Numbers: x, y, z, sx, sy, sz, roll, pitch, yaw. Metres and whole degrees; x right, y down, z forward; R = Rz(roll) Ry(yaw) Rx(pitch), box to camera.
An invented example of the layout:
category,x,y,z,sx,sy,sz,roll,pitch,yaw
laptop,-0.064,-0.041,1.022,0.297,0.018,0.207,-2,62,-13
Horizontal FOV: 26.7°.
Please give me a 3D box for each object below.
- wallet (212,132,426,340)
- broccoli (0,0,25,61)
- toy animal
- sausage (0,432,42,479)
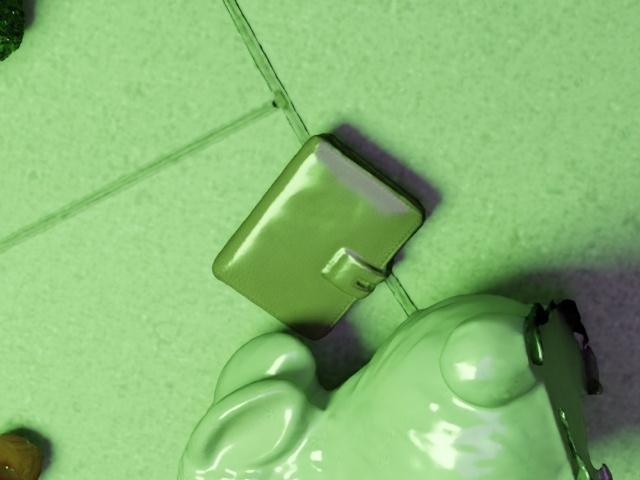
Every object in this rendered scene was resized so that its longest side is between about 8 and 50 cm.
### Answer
category,x,y,z,sx,sy,sz,roll,pitch,yaw
wallet,0.000,0.000,1.051,0.118,0.039,0.153,38,113,-7
broccoli,-0.289,-0.181,0.977,0.137,0.146,0.162,5,134,39
toy animal,0.037,0.156,1.029,0.357,0.194,0.258,-15,130,19
sausage,-0.276,0.201,1.147,0.094,0.054,0.059,-40,101,17
